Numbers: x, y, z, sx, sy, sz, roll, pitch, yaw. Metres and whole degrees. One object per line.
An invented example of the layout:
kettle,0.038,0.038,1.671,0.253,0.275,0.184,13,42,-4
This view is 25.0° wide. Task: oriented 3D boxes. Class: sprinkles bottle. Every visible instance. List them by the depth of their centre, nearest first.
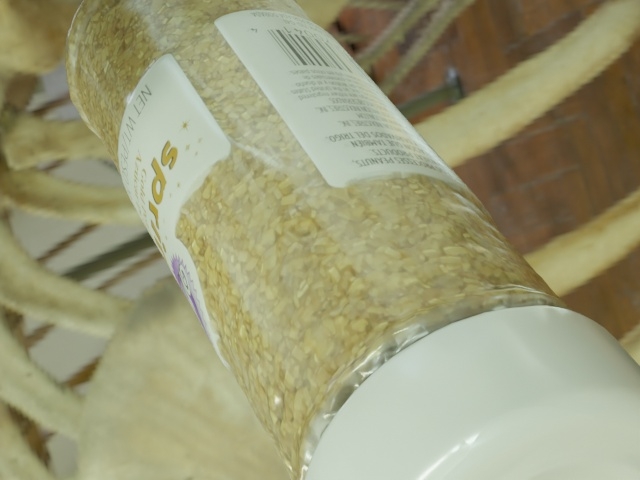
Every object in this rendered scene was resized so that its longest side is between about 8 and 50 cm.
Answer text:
sprinkles bottle,0.000,0.000,0.569,0.355,0.121,0.121,-125,25,-48
